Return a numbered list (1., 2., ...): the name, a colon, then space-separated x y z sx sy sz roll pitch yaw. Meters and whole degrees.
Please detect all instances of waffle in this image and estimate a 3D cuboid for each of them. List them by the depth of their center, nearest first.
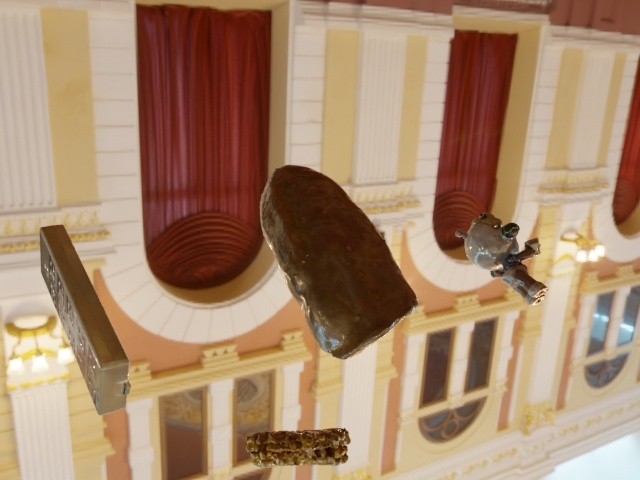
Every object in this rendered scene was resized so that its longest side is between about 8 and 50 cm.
1. waffle: -0.042 0.390 1.117 0.193 0.070 0.197 -7 162 15

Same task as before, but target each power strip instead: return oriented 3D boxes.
1. power strip: -0.373 0.104 0.919 0.043 0.106 0.367 -10 -139 -35

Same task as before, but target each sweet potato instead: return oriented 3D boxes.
1. sweet potato: 0.000 0.000 0.843 0.158 0.157 0.369 -9 -128 -34

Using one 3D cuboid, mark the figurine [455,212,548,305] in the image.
1. figurine: 0.335 0.028 1.073 0.094 0.147 0.197 -31 -124 -22
